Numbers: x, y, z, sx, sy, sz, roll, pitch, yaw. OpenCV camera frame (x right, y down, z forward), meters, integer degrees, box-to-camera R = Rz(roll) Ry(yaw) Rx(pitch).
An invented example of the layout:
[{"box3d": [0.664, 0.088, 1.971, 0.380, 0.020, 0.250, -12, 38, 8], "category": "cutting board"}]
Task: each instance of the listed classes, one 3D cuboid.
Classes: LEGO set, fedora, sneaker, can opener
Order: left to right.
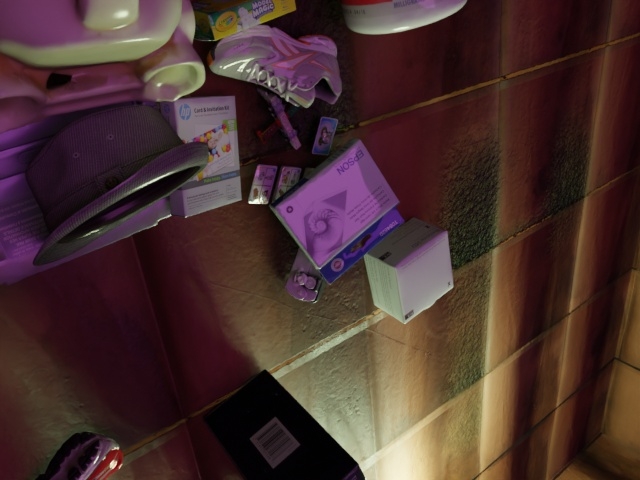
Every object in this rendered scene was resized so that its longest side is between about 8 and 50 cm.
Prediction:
[{"box3d": [-0.466, 0.477, 0.965, 0.279, 0.107, 0.118, -46, 140, -11], "category": "sneaker"}, {"box3d": [-0.293, -0.092, 0.733, 0.275, 0.244, 0.124, -32, 95, 2], "category": "fedora"}, {"box3d": [-0.063, -0.288, 0.924, 0.262, 0.099, 0.121, -11, 78, -34], "category": "sneaker"}, {"box3d": [-0.056, -0.192, 1.053, 0.182, 0.060, 0.244, -3, 116, -46], "category": "LEGO set"}, {"box3d": [0.000, 0.000, 1.163, 0.093, 0.074, 0.281, -17, 128, -73], "category": "can opener"}]

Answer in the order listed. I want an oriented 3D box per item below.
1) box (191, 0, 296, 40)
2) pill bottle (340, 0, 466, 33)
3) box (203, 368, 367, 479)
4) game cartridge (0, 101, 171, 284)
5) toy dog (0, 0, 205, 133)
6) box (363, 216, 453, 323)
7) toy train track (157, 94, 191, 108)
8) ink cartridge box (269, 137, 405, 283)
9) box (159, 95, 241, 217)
[{"box3d": [-0.141, -0.364, 0.854, 0.179, 0.105, 0.043, -34, 133, -23], "category": "box"}, {"box3d": [0.110, -0.576, 0.882, 0.229, 0.229, 0.408, -33, 126, -24], "category": "pill bottle"}, {"box3d": [-0.046, 0.506, 1.149, 0.179, 0.343, 0.313, -36, 129, -20], "category": "box"}, {"box3d": [-0.394, -0.082, 0.808, 0.355, 0.068, 0.230, -26, 127, -28], "category": "game cartridge"}, {"box3d": [-0.311, -0.357, 0.552, 0.284, 0.395, 0.408, -19, 95, -15], "category": "toy dog"}, {"box3d": [0.218, 0.071, 1.323, 0.181, 0.119, 0.182, -31, 126, -25], "category": "box"}, {"box3d": [-0.242, -0.241, 0.890, 0.083, 0.014, 0.048, -37, 135, -13], "category": "toy train track"}, {"box3d": [0.048, -0.051, 1.090, 0.223, 0.045, 0.224, -40, 114, -8], "category": "ink cartridge box"}, {"box3d": [-0.196, -0.146, 0.907, 0.145, 0.038, 0.186, -26, 119, -55], "category": "box"}]
